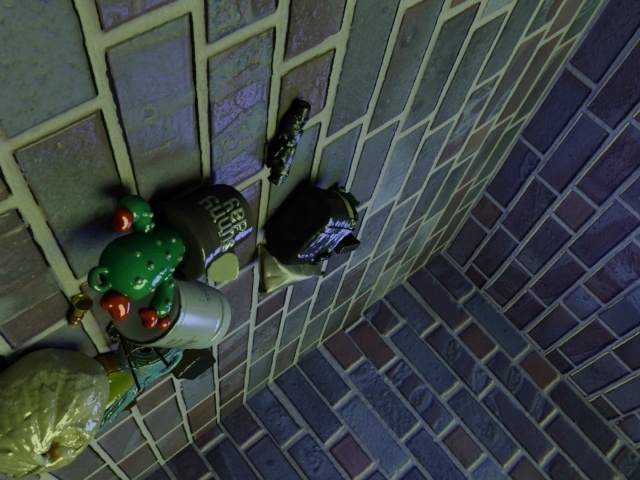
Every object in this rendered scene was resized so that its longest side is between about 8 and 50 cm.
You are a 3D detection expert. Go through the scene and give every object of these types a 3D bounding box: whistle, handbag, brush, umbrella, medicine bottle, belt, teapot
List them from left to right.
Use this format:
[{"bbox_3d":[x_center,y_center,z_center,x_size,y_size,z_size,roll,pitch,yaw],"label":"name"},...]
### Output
[{"bbox_3d":[-0.561,0.161,1.463,0.046,0.057,0.109,21,139,-20],"label":"whistle"},{"bbox_3d":[-0.485,0.301,1.766,0.082,0.148,0.163,-60,-176,38],"label":"belt"},{"bbox_3d":[-0.374,0.185,1.636,0.190,0.190,0.332,-43,162,3],"label":"medicine bottle"},{"bbox_3d":[-0.464,0.451,2.296,0.123,0.059,0.197,-40,162,-1],"label":"brush"},{"bbox_3d":[-0.264,0.039,1.576,0.107,0.077,0.200,-7,-162,-9],"label":"teapot"},{"bbox_3d":[-0.081,-0.233,1.488,0.071,0.080,0.224,9,134,-22],"label":"umbrella"},{"bbox_3d":[-0.096,0.066,2.021,0.270,0.117,0.182,-17,116,-34],"label":"handbag"},{"bbox_3d":[-0.027,-0.044,1.859,0.254,0.181,0.181,-48,155,22],"label":"handbag"}]

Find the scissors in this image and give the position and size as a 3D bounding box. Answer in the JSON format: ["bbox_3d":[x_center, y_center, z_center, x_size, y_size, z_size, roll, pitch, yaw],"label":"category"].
[{"bbox_3d":[-0.585,0.460,1.995,0.393,0.032,0.180,-47,150,-6],"label":"scissors"}]

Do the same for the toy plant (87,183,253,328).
[{"bbox_3d":[-0.323,0.006,1.324,0.400,0.185,0.279,-35,149,-44],"label":"toy plant"}]

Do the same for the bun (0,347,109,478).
[{"bbox_3d":[-0.667,0.433,1.518,0.349,0.227,0.352,-10,140,-50],"label":"bun"}]

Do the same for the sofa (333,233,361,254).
[{"bbox_3d":[0.080,0.010,2.126,0.118,0.060,0.039,-12,140,-55],"label":"sofa"}]

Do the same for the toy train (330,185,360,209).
[{"bbox_3d":[0.044,-0.092,2.017,0.071,0.104,0.178,-26,158,-51],"label":"toy train"}]

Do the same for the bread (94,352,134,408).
[{"bbox_3d":[-0.639,0.421,1.812,0.236,0.070,0.236,-34,157,-17],"label":"bread"}]

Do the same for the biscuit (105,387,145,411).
[{"bbox_3d":[-0.659,0.514,2.069,0.180,0.039,0.236,-27,157,-34],"label":"biscuit"}]

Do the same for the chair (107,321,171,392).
[{"bbox_3d":[-0.486,0.273,1.634,0.104,0.221,0.095,-38,139,-6],"label":"chair"}]

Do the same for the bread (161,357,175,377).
[{"bbox_3d":[-0.513,0.414,2.131,0.062,0.043,0.109,-20,151,-45],"label":"bread"}]
